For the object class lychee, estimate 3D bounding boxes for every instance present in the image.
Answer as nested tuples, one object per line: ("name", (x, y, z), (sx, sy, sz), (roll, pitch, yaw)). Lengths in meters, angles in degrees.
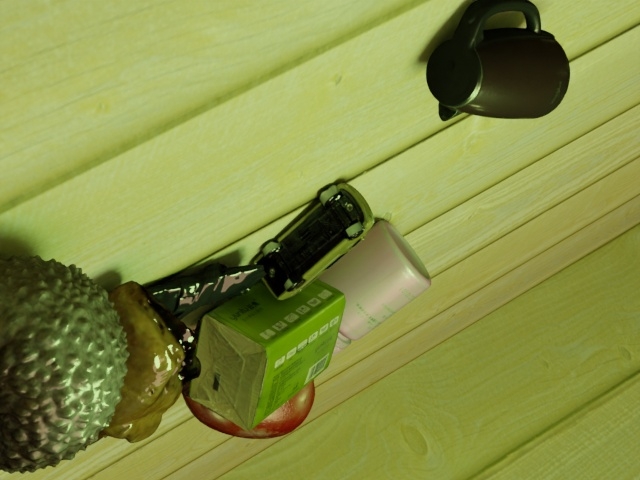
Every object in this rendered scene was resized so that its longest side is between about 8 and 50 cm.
("lychee", (-0.377, 0.154, 1.284), (0.300, 0.300, 0.300), (-30, 162, -11))

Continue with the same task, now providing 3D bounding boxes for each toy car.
("toy car", (0.000, 0.000, 1.825), (0.257, 0.101, 0.124), (-41, 166, 25))

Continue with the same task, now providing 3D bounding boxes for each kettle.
("kettle", (0.279, -0.278, 1.544), (0.232, 0.144, 0.202), (-9, 131, -47))

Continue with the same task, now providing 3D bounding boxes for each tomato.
("tomato", (-0.155, 0.345, 2.162), (0.290, 0.176, 0.335), (-16, -171, -22))

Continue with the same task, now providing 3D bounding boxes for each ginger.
("ginger", (-0.327, 0.199, 1.605), (0.223, 0.200, 0.269), (-45, 163, -16))

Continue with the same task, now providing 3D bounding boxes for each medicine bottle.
("medicine bottle", (0.072, 0.108, 2.098), (0.291, 0.178, 0.178), (-38, 162, 13))

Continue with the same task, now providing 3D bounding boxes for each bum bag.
("bum bag", (-0.213, 0.088, 1.751), (0.248, 0.060, 0.123), (-20, 159, -31))

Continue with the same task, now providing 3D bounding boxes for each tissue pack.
("tissue pack", (-0.101, 0.199, 1.906), (0.275, 0.167, 0.200), (-30, 139, -51))

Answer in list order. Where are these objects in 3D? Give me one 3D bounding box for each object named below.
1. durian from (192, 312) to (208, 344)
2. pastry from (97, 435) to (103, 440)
("durian", (-0.214, 0.179, 1.959), (0.091, 0.080, 0.080), (-13, 153, -42))
("pastry", (-0.481, 0.370, 1.978), (0.153, 0.081, 0.153), (-32, 166, -9))
